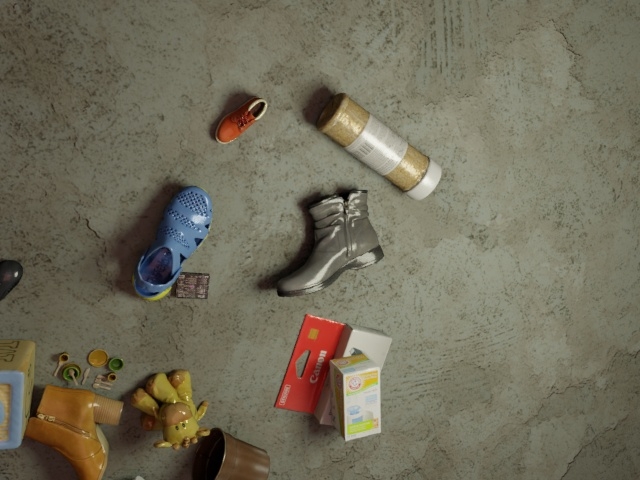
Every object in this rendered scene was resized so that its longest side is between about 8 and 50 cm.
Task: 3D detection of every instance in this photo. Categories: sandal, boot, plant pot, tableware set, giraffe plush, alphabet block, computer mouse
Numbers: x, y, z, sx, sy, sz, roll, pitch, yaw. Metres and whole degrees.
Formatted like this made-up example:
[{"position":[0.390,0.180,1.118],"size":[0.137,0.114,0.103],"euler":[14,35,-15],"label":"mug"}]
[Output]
[{"position":[-0.361,0.013,1.428],"size":[0.126,0.138,0.317],"euler":[25,90,-8],"label":"sandal"},{"position":[0.000,0.000,1.581],"size":[0.338,0.118,0.222],"euler":[-26,106,-24],"label":"boot"},{"position":[-0.238,0.616,1.599],"size":[0.165,0.167,0.167],"euler":[28,91,-29],"label":"plant pot"},{"position":[-0.586,0.323,1.481],"size":[0.154,0.024,0.104],"euler":[23,93,-22],"label":"tableware set"},{"position":[-0.639,0.514,1.472],"size":[0.211,0.104,0.295],"euler":[16,91,-16],"label":"boot"},{"position":[-0.376,0.459,1.504],"size":[0.181,0.170,0.210],"euler":[-38,111,-8],"label":"giraffe plush"},{"position":[-0.769,0.346,1.330],"size":[0.194,0.197,0.192],"euler":[6,100,-20],"label":"alphabet block"},{"position":[-0.791,0.142,1.362],"size":[0.071,0.041,0.242],"euler":[42,87,-23],"label":"computer mouse"},{"position":[-0.197,-0.300,1.452],"size":[0.158,0.084,0.059],"euler":[-44,113,-4],"label":"boot"}]

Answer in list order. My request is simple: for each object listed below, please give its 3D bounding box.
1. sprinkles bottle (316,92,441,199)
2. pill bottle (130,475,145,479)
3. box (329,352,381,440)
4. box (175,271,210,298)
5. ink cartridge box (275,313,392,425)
[{"position":[0.161,-0.247,1.566],"size":[0.355,0.121,0.121],"euler":[33,90,-22],"label":"sprinkles bottle"},{"position":[-0.552,0.725,1.521],"size":[0.229,0.131,0.131],"euler":[-33,110,-10],"label":"pill bottle"},{"position":[0.096,0.433,1.629],"size":[0.114,0.103,0.203],"euler":[-7,104,-20],"label":"box"},{"position":[-0.334,0.118,1.527],"size":[0.083,0.018,0.067],"euler":[3,100,-20],"label":"box"},{"position":[0.039,0.383,1.690],"size":[0.261,0.066,0.296],"euler":[16,95,-23],"label":"ink cartridge box"}]
